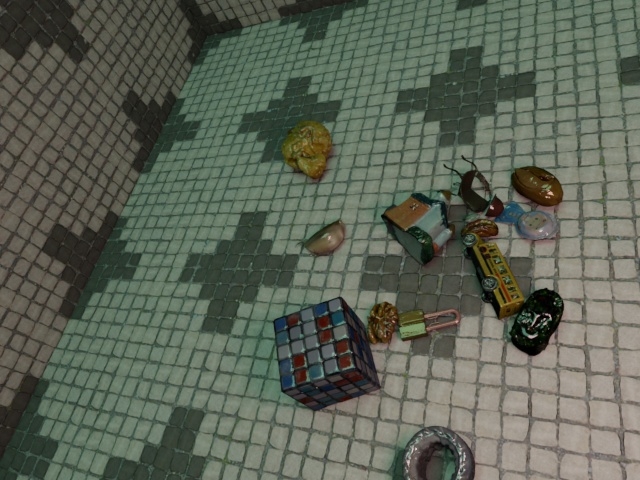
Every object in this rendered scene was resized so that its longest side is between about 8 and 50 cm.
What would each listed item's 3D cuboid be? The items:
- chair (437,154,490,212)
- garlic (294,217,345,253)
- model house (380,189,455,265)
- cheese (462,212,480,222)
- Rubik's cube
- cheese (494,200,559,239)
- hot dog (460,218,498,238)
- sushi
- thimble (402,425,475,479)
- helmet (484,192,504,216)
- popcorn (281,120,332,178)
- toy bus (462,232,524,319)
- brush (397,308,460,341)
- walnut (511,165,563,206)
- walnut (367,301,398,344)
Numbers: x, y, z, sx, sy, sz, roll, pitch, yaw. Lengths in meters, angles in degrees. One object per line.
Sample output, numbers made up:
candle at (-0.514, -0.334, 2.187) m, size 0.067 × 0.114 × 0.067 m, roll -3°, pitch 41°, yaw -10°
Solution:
chair at (0.607, -0.224, 1.970) m, size 0.174 × 0.149 × 0.213 m, roll -26°, pitch 53°, yaw -30°
garlic at (-0.004, 0.002, 2.172) m, size 0.266 × 0.148 × 0.129 m, roll -22°, pitch 88°, yaw 6°
model house at (0.439, -0.087, 1.948) m, size 0.291 × 0.184 × 0.253 m, roll -42°, pitch 50°, yaw -5°
cheese at (0.611, -0.093, 1.925) m, size 0.067 × 0.121 × 0.026 m, roll -23°, pitch 95°, yaw 10°
Rubik's cube at (0.022, 0.422, 1.754) m, size 0.291 × 0.287 × 0.293 m, roll -20°, pitch 53°, yaw 14°
cheese at (0.803, -0.074, 1.841) m, size 0.135 × 0.052 × 0.244 m, roll -44°, pitch 40°, yaw -6°
hot dog at (0.632, -0.042, 1.895) m, size 0.147 × 0.065 × 0.099 m, roll -7°, pitch 23°, yaw 23°
sushi at (0.731, 0.270, 1.608) m, size 0.124 × 0.127 × 0.225 m, roll 30°, pitch 77°, yaw 36°
thimble at (0.372, 0.709, 1.473) m, size 0.204 × 0.172 × 0.237 m, roll -3°, pitch 56°, yaw 28°
helmet at (0.710, -0.133, 1.917) m, size 0.057 × 0.089 × 0.111 m, roll 26°, pitch 52°, yaw 16°
popcorn at (-0.073, -0.466, 2.435) m, size 0.264 × 0.225 × 0.333 m, roll -11°, pitch 67°, yaw 14°
toy bus at (0.633, 0.117, 1.763) m, size 0.122 × 0.121 × 0.336 m, roll -17°, pitch 53°, yaw 7°
brush at (0.411, 0.307, 1.794) m, size 0.233 × 0.047 × 0.103 m, roll -15°, pitch 54°, yaw 15°
walnut at (0.850, -0.216, 1.870) m, size 0.137 × 0.137 × 0.245 m, roll -37°, pitch 41°, yaw 0°
walnut at (0.232, 0.315, 1.842) m, size 0.142 × 0.069 × 0.170 m, roll -23°, pitch 47°, yaw 46°
